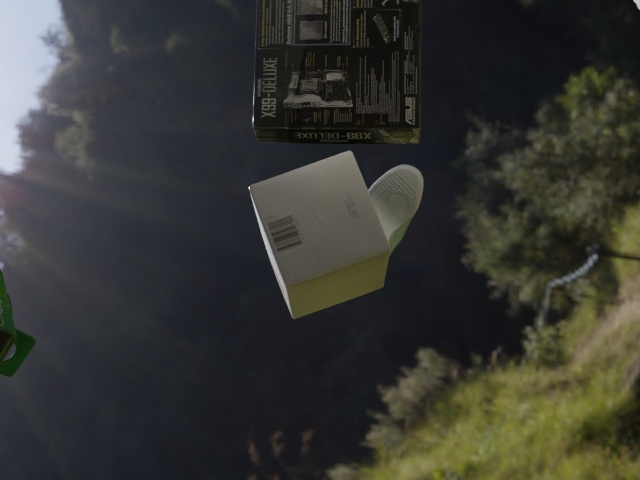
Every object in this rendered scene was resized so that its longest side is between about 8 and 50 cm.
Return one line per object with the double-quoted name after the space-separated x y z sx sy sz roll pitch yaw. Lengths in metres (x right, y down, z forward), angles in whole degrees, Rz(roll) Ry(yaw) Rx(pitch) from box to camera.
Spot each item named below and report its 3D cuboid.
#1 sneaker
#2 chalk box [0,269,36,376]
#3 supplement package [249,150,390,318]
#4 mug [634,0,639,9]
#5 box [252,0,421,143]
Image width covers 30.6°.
0.135 -0.069 2.177 0.151 0.094 0.256 -55 -7 -49 "sneaker"
-0.600 0.138 1.845 0.180 0.289 0.179 -53 38 19 "chalk box"
0.000 0.000 1.921 0.293 0.175 0.177 85 165 -76 "supplement package"
0.564 -0.433 1.657 0.374 0.276 0.328 28 -129 -47 "mug"
0.027 -0.297 1.715 0.076 0.243 0.307 71 -161 -78 "box"
